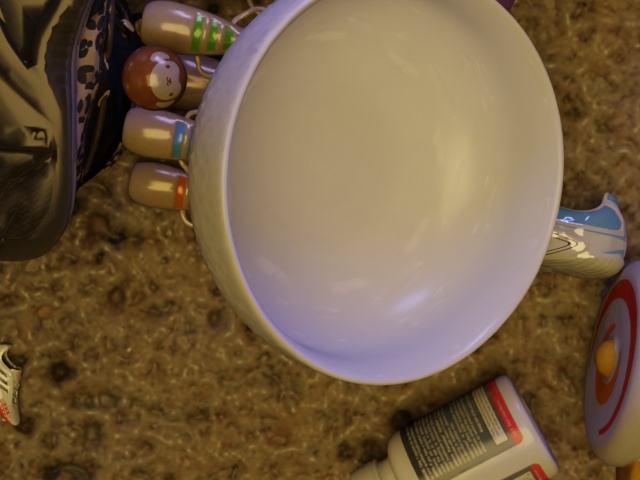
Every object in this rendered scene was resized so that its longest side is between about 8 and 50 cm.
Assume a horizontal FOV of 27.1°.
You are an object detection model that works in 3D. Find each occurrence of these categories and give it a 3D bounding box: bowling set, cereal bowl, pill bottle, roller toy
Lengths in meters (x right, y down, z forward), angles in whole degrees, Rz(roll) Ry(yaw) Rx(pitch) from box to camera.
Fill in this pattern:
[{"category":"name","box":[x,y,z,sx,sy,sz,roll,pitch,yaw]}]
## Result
[{"category":"bowling set","box":[-0.087,-0.123,1.163,0.154,0.200,0.287,11,108,0]},{"category":"cereal bowl","box":[0.033,-0.059,1.107,0.339,0.141,0.339,-7,104,-31]},{"category":"pill bottle","box":[0.124,0.215,1.267,0.180,0.108,0.108,-29,98,6]},{"category":"roller toy","box":[0.319,0.120,1.203,0.146,0.191,0.209,11,125,-2]}]

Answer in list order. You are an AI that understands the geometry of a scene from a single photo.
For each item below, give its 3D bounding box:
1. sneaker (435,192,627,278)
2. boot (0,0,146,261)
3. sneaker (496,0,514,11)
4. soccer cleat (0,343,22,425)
[{"category":"sneaker","box":[0.166,-0.007,1.248,0.237,0.085,0.086,1,68,7]},{"category":"boot","box":[-0.219,-0.192,1.111,0.138,0.284,0.377,4,102,1]},{"category":"sneaker","box":[0.084,-0.263,1.195,0.236,0.095,0.104,39,92,-10]},{"category":"soccer cleat","box":[-0.306,0.141,1.304,0.035,0.029,0.083,-18,95,9]}]
